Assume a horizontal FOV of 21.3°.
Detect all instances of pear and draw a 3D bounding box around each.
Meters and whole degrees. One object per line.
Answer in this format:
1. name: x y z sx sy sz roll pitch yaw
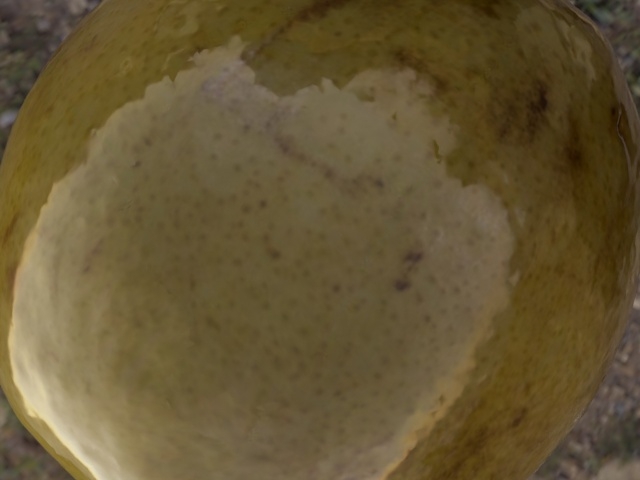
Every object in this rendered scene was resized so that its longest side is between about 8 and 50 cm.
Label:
1. pear: 0.000 0.000 0.768 0.314 0.314 0.314 9 114 20
